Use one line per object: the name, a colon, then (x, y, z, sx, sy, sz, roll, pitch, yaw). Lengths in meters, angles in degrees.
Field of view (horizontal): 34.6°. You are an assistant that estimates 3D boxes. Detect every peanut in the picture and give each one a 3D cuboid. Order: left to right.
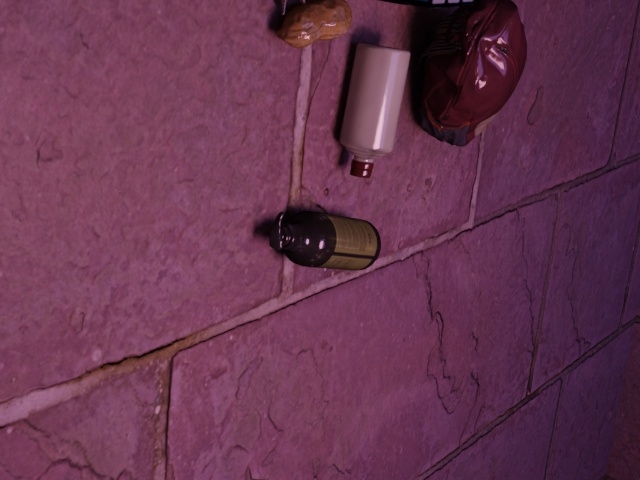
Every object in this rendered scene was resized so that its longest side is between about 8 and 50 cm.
peanut: (-0.004, -0.363, 1.711, 0.174, 0.080, 0.080, -32, 130, -45)

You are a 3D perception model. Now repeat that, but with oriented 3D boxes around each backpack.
backpack: (0.293, -0.349, 2.007, 0.283, 0.197, 0.317, -64, 170, -7)

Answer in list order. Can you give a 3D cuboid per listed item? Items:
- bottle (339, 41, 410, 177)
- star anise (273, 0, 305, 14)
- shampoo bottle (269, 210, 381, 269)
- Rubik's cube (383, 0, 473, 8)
bottle: (0.095, -0.236, 1.896, 0.104, 0.104, 0.245, -7, 111, -54)
star anise: (-0.041, -0.460, 1.633, 0.182, 0.065, 0.195, -46, 143, -26)
shampoo bottle: (0.000, 0.000, 1.871, 0.283, 0.101, 0.101, 6, 100, -56)
Rubik's cube: (0.181, -0.508, 1.838, 0.163, 0.162, 0.161, -19, 120, -49)
